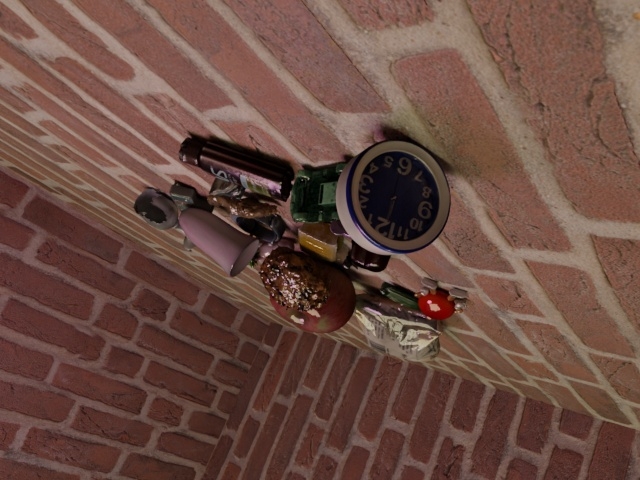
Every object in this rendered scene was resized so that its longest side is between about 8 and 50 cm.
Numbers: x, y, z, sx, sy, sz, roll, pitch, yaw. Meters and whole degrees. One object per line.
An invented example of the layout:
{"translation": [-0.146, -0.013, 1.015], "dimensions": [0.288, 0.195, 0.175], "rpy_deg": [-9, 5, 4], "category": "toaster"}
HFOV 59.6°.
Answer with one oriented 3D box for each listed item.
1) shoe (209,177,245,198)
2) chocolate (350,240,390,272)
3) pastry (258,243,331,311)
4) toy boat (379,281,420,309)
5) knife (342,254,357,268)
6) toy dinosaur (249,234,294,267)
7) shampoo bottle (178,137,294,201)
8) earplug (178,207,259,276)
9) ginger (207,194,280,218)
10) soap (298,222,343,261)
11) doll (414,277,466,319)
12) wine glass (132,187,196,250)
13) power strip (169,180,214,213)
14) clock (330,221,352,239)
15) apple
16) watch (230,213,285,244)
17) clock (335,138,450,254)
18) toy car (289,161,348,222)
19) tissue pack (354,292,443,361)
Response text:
{"translation": [-0.283, -0.162, 1.769], "dimensions": [0.099, 0.071, 0.169], "rpy_deg": [26, 164, -31], "category": "shoe"}
{"translation": [0.160, 0.061, 1.837], "dimensions": [0.149, 0.080, 0.125], "rpy_deg": [12, 160, 29], "category": "chocolate"}
{"translation": [-0.079, 0.128, 1.985], "dimensions": [0.275, 0.193, 0.274], "rpy_deg": [21, 133, 24], "category": "pastry"}
{"translation": [0.327, 0.223, 2.167], "dimensions": [0.210, 0.052, 0.104], "rpy_deg": [24, 161, -6], "category": "toy boat"}
{"translation": [0.107, 0.078, 1.939], "dimensions": [0.060, 0.028, 0.230], "rpy_deg": [41, -173, 1], "category": "knife"}
{"translation": [-0.201, 0.016, 2.175], "dimensions": [0.177, 0.152, 0.194], "rpy_deg": [-13, -179, -14], "category": "toy dinosaur"}
{"translation": [-0.235, -0.202, 1.545], "dimensions": [0.323, 0.084, 0.129], "rpy_deg": [21, 160, 11], "category": "shampoo bottle"}
{"translation": [-0.394, -0.018, 2.051], "dimensions": [0.301, 0.172, 0.172], "rpy_deg": [35, 165, 9], "category": "earplug"}
{"translation": [-0.272, -0.126, 1.856], "dimensions": [0.290, 0.084, 0.122], "rpy_deg": [16, -156, 34], "category": "ginger"}
{"translation": [0.000, 0.000, 1.873], "dimensions": [0.140, 0.073, 0.232], "rpy_deg": [26, 165, 7], "category": "soap"}
{"translation": [0.422, 0.216, 1.970], "dimensions": [0.183, 0.085, 0.217], "rpy_deg": [17, 145, 14], "category": "doll"}
{"translation": [-0.624, -0.086, 2.335], "dimensions": [0.144, 0.143, 0.321], "rpy_deg": [8, 158, 42], "category": "wine glass"}
{"translation": [-0.475, -0.144, 2.112], "dimensions": [0.145, 0.061, 0.215], "rpy_deg": [16, 164, 3], "category": "power strip"}
{"translation": [0.104, -0.040, 1.542], "dimensions": [0.153, 0.110, 0.050], "rpy_deg": [20, 160, 15], "category": "clock"}
{"translation": [-0.021, 0.209, 2.248], "dimensions": [0.345, 0.269, 0.344], "rpy_deg": [22, 149, 15], "category": "apple"}
{"translation": [-0.214, -0.057, 2.002], "dimensions": [0.193, 0.068, 0.206], "rpy_deg": [16, 160, 27], "category": "watch"}
{"translation": [0.147, -0.086, 1.134], "dimensions": [0.231, 0.230, 0.083], "rpy_deg": [29, 166, -18], "category": "clock"}
{"translation": [0.036, -0.108, 1.400], "dimensions": [0.125, 0.136, 0.306], "rpy_deg": [8, 175, -32], "category": "toy car"}
{"translation": [0.332, 0.372, 2.376], "dimensions": [0.390, 0.195, 0.375], "rpy_deg": [17, 156, 20], "category": "tissue pack"}
